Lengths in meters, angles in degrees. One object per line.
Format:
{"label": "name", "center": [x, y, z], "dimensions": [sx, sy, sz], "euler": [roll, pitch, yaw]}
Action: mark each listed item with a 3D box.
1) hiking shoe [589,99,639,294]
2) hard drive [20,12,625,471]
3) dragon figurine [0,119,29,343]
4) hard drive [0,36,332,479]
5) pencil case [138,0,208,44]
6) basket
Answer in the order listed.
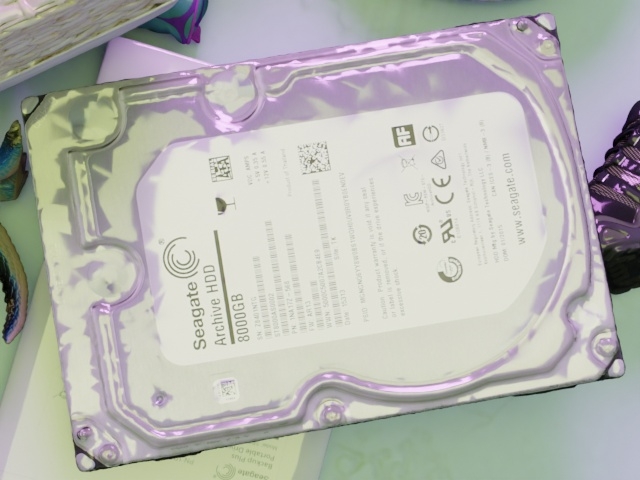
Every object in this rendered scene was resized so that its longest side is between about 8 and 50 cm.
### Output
{"label": "hiking shoe", "center": [0.219, -0.034, 0.988], "dimensions": [0.227, 0.086, 0.114], "euler": [-15, 64, -4]}
{"label": "hard drive", "center": [0.000, 0.000, 0.892], "dimensions": [0.339, 0.064, 0.236], "euler": [-9, 83, -3]}
{"label": "dragon figurine", "center": [-0.262, -0.069, 0.905], "dimensions": [0.144, 0.085, 0.289], "euler": [-8, 85, -9]}
{"label": "hard drive", "center": [-0.081, 0.047, 0.943], "dimensions": [0.210, 0.040, 0.318], "euler": [16, 82, -7]}
{"label": "pencil case", "center": [-0.148, -0.174, 0.944], "dimensions": [0.152, 0.070, 0.064], "euler": [13, 47, -5]}
{"label": "basket", "center": [-0.178, -0.161, 0.819], "dimensions": [0.167, 0.103, 0.113], "euler": [-25, 87, -1]}
